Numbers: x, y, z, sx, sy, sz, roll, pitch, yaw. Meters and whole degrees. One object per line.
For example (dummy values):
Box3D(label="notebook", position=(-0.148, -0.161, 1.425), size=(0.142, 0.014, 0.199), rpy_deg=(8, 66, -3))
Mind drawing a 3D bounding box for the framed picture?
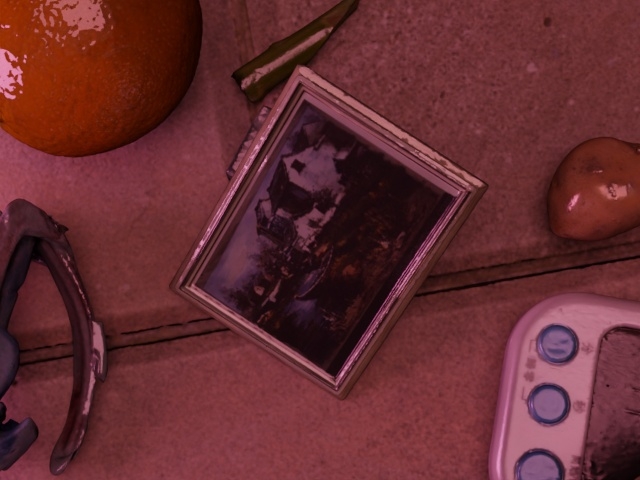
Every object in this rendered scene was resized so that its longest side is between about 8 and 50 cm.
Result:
Box3D(label="framed picture", position=(0.000, 0.000, 1.267), size=(0.232, 0.019, 0.296), rpy_deg=(32, 111, 2))

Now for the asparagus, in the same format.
Box3D(label="asparagus", position=(-0.019, -0.219, 1.373), size=(0.178, 0.041, 0.045), rpy_deg=(-35, 38, -7))

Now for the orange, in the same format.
Box3D(label="orange", position=(-0.254, -0.216, 1.276), size=(0.264, 0.264, 0.264), rpy_deg=(0, 80, 0))

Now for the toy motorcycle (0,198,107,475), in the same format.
Box3D(label="toy motorcycle", position=(-0.345, 0.116, 1.239), size=(0.241, 0.182, 0.319), rpy_deg=(8, 79, 1))

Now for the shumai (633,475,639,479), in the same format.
Box3D(label="shumai", position=(0.324, 0.341, 1.084), size=(0.395, 0.395, 0.348), rpy_deg=(23, 94, 4))

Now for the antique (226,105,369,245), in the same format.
Box3D(label="antique", position=(-0.001, -0.060, 1.321), size=(0.183, 0.088, 0.086), rpy_deg=(28, 82, 5))

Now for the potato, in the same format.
Box3D(label="potato", position=(0.312, -0.057, 1.317), size=(0.147, 0.112, 0.112), rpy_deg=(-18, 81, -9))

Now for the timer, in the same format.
Box3D(label="timer", position=(0.302, 0.193, 1.279), size=(0.237, 0.087, 0.262), rpy_deg=(10, 80, 2))
